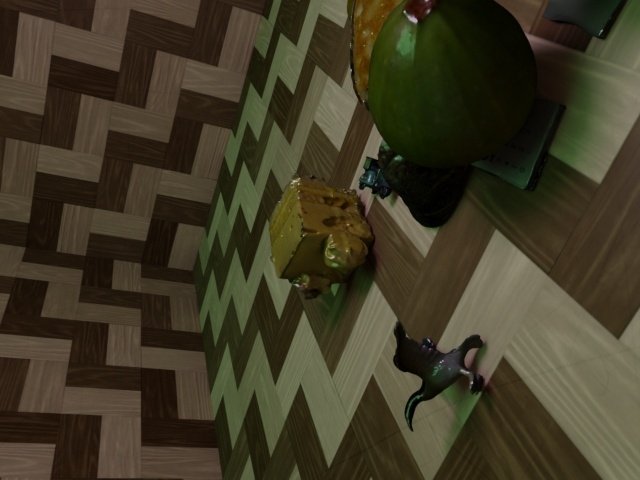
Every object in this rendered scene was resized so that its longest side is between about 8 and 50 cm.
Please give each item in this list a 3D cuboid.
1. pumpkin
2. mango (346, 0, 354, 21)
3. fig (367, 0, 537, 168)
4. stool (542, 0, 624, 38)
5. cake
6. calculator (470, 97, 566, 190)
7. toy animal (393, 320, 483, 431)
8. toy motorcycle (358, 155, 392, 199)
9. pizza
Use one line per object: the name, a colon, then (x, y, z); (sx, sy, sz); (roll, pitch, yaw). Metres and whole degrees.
pumpkin: (0.199, -0.133, 1.206); (0.111, 0.163, 0.278); (-120, 36, -51)
mango: (0.145, -0.687, 1.706); (0.237, 0.091, 0.137); (-122, 41, -50)
fig: (0.210, -0.289, 0.994); (0.316, 0.316, 0.316); (-170, 90, -68)
stool: (0.363, -0.487, 0.878); (0.170, 0.244, 0.269); (-113, 39, -54)
cake: (0.000, 0.000, 1.583); (0.227, 0.223, 0.286); (120, 150, -43)
calculator: (0.344, -0.202, 1.100); (0.261, 0.021, 0.161); (-132, 56, -63)
toy animal: (0.210, 0.251, 1.066); (0.160, 0.272, 0.197); (-5, 67, 30)
toy motorcycle: (0.152, -0.164, 1.506); (0.100, 0.058, 0.173); (-71, 21, 7)
pizza: (0.223, -0.562, 1.438); (0.406, 0.130, 0.439); (-25, 58, 47)
